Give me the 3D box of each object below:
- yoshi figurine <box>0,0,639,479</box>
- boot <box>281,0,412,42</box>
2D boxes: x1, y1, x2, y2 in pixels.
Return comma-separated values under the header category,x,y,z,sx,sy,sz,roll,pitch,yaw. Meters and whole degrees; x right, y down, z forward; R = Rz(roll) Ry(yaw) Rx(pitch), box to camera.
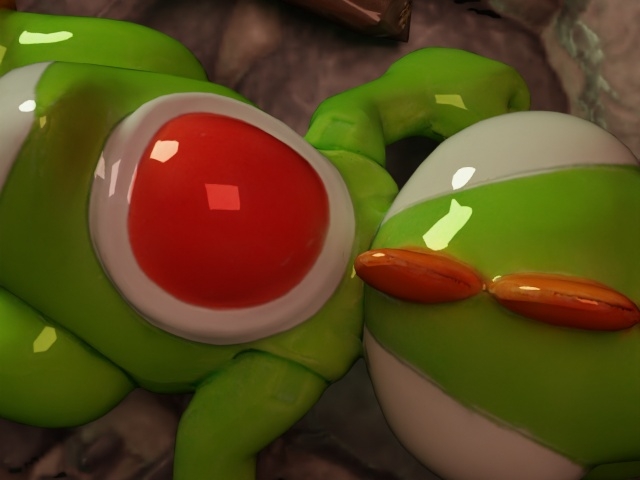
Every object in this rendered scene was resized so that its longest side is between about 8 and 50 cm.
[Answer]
category,x,y,z,sx,sy,sz,roll,pitch,yaw
yoshi figurine,0.003,0.015,0.457,0.362,0.203,0.203,12,33,14
boot,-0.018,-0.103,0.509,0.114,0.037,0.106,27,38,2
